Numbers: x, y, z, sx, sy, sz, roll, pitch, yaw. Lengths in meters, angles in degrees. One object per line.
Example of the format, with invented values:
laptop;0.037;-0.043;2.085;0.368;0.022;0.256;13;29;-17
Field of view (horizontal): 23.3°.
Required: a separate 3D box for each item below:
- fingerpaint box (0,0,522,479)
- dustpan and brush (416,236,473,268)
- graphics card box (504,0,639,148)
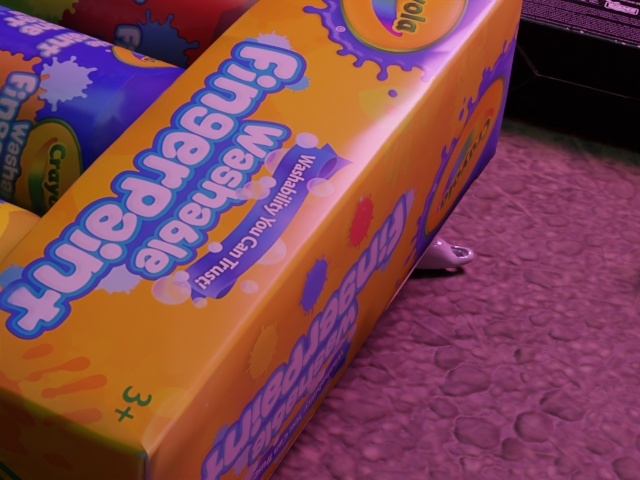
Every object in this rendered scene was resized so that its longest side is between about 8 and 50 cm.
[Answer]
fingerpaint box;-0.138;-0.047;0.891;0.371;0.163;0.445;22;45;18
dustpan and brush;0.000;0.000;1.018;0.211;0.060;0.147;-5;42;-8
graphics card box;0.291;-0.201;1.336;0.232;0.094;0.371;16;33;10
